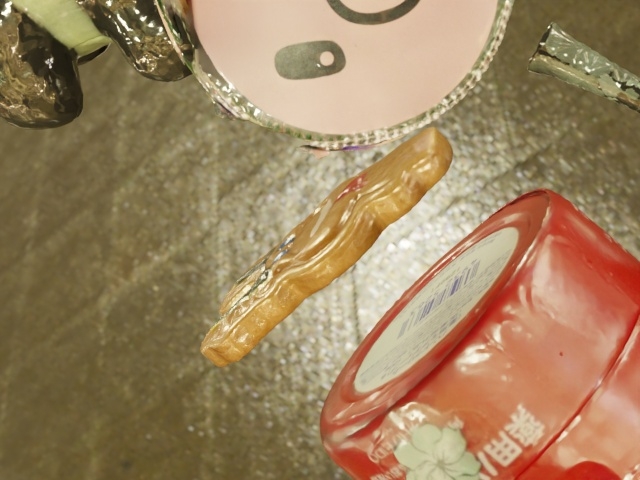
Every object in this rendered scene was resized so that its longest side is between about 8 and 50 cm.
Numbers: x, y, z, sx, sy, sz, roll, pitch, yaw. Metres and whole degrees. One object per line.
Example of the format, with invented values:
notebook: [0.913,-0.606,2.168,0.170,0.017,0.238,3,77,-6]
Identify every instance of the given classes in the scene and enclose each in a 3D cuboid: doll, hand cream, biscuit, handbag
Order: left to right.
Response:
doll: [-0.137,-0.172,0.793,0.234,0.135,0.143,-17,32,8]
biscuit: [0.000,0.000,1.253,0.334,0.047,0.202,-39,12,23]
handbag: [0.004,-0.147,0.579,0.179,0.205,0.116,-13,7,-7]
hand cream: [0.119,0.089,0.759,0.230,0.149,0.230,-46,4,4]

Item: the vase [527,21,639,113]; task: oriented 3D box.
vase: [0.301,-0.164,1.258,0.167,0.059,0.059,30,85,12]
